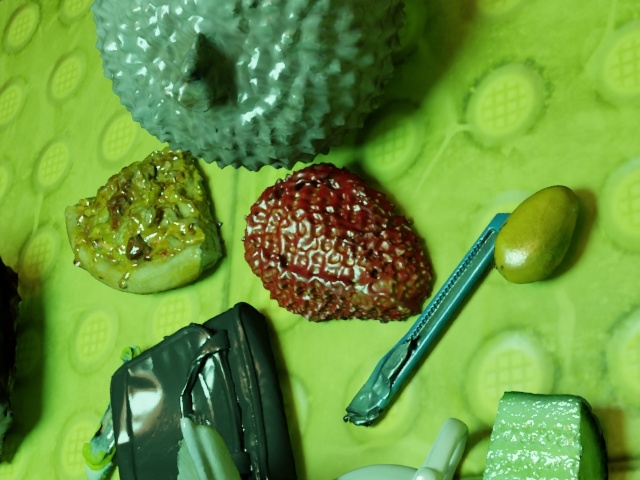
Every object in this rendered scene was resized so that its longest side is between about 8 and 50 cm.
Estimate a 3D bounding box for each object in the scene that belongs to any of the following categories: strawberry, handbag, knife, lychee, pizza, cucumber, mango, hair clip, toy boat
[{"bbox_3d":[0.000,0.000,1.348,0.286,0.106,0.188,25,90,45],"label":"strawberry"},{"bbox_3d":[-0.147,0.230,1.394,0.244,0.088,0.275,-29,52,24],"label":"handbag"},{"bbox_3d":[0.116,0.089,1.259,0.296,0.026,0.044,-55,33,8],"label":"knife"},{"bbox_3d":[-0.075,-0.280,1.364,0.380,0.380,0.432,-20,26,34],"label":"lychee"},{"bbox_3d":[-0.248,-0.039,1.608,0.335,0.086,0.226,16,83,46],"label":"pizza"},{"bbox_3d":[0.214,0.207,1.091,0.115,0.062,0.116,-2,63,40],"label":"cucumber"},{"bbox_3d":[0.223,-0.007,1.186,0.114,0.057,0.079,-56,38,2],"label":"mango"},{"bbox_3d":[-0.274,0.230,1.539,0.060,0.033,0.188,14,83,47],"label":"hair clip"},{"bbox_3d":[-0.098,0.353,1.208,0.276,0.111,0.294,124,134,-62],"label":"toy boat"}]

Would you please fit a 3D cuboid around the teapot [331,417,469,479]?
[{"bbox_3d":[0.073,0.312,1.121,0.204,0.139,0.298,29,88,19],"label":"teapot"}]

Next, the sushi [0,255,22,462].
[{"bbox_3d":[-0.571,0.159,1.641,0.299,0.281,0.294,101,167,-53],"label":"sushi"}]
